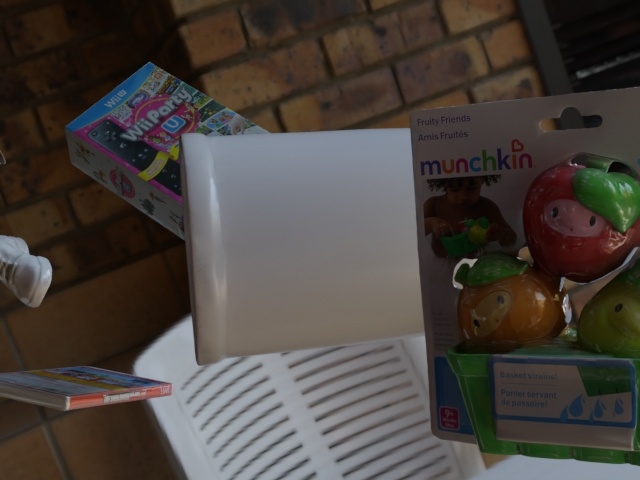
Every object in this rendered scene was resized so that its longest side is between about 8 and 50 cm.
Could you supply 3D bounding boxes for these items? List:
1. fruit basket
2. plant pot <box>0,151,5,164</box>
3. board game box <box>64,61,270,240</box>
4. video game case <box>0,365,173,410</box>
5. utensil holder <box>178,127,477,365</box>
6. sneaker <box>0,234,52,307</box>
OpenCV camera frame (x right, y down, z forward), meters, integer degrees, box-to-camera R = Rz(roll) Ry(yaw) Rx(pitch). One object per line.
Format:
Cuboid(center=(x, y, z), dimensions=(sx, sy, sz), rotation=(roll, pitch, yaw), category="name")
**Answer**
Cuboid(center=(0.240, 0.037, 0.909), dimensions=(0.326, 0.353, 0.165), rotation=(-1, 11, 29), category="fruit basket")
Cuboid(center=(-0.694, -0.147, 1.715), dimensions=(0.165, 0.167, 0.167), rotation=(-48, 16, -20), category="plant pot")
Cuboid(center=(-0.259, -0.157, 1.662), dimensions=(0.224, 0.303, 0.098), rotation=(-47, -21, -31), category="board game box")
Cuboid(center=(-0.413, 0.246, 1.597), dimensions=(0.204, 0.025, 0.285), rotation=(6, -1, 26), category="video game case")
Cuboid(center=(0.000, 0.000, 1.363), dimensions=(0.385, 0.328, 0.327), rotation=(-4, 3, -10), category="utensil holder")
Cuboid(center=(-0.490, 0.042, 1.469), dimensions=(0.094, 0.080, 0.212), rotation=(20, 4, -39), category="sneaker")
